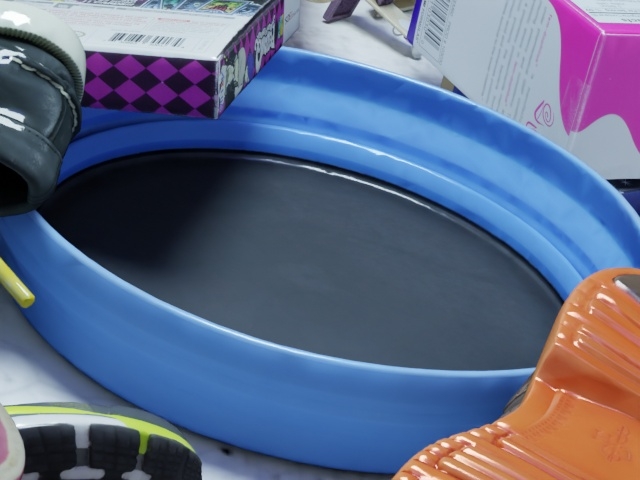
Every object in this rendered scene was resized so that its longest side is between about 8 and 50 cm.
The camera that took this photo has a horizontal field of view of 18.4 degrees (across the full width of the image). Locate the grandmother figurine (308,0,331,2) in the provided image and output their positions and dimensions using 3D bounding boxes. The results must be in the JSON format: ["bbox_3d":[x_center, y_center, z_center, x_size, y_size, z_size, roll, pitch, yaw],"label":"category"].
[{"bbox_3d":[-0.043,-0.261,1.586,0.208,0.104,0.342,-3,23,4],"label":"grandmother figurine"}]

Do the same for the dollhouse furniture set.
[{"bbox_3d":[0.080,-0.192,1.558,0.081,0.091,0.114,43,32,18],"label":"dollhouse furniture set"}]

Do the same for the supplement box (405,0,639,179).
[{"bbox_3d":[0.167,-0.140,1.373,0.114,0.111,0.220,-1,31,-27],"label":"supplement box"}]

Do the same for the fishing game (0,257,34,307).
[{"bbox_3d":[-0.248,0.011,0.789,0.264,0.041,0.189,-12,46,-38],"label":"fishing game"}]

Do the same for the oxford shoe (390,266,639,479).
[{"bbox_3d":[0.092,0.146,0.854,0.130,0.132,0.364,34,35,13],"label":"oxford shoe"}]

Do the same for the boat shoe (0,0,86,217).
[{"bbox_3d":[-0.289,-0.042,1.000,0.340,0.127,0.113,-2,55,-3],"label":"boat shoe"}]

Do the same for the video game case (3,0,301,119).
[{"bbox_3d":[-0.145,-0.126,1.167,0.232,0.042,0.210,5,21,10],"label":"video game case"}]

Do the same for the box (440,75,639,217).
[{"bbox_3d":[0.205,-0.064,1.412,0.136,0.036,0.225,-9,37,-39],"label":"box"}]

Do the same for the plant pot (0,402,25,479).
[{"bbox_3d":[-0.194,0.115,0.637,0.201,0.180,0.201,29,12,-7],"label":"plant pot"}]

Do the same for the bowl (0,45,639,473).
[{"bbox_3d":[0.000,0.000,1.137,0.391,0.077,0.391,12,27,-6],"label":"bowl"}]

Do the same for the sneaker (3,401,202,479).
[{"bbox_3d":[-0.195,0.093,0.829,0.300,0.111,0.121,4,26,-24],"label":"sneaker"}]
